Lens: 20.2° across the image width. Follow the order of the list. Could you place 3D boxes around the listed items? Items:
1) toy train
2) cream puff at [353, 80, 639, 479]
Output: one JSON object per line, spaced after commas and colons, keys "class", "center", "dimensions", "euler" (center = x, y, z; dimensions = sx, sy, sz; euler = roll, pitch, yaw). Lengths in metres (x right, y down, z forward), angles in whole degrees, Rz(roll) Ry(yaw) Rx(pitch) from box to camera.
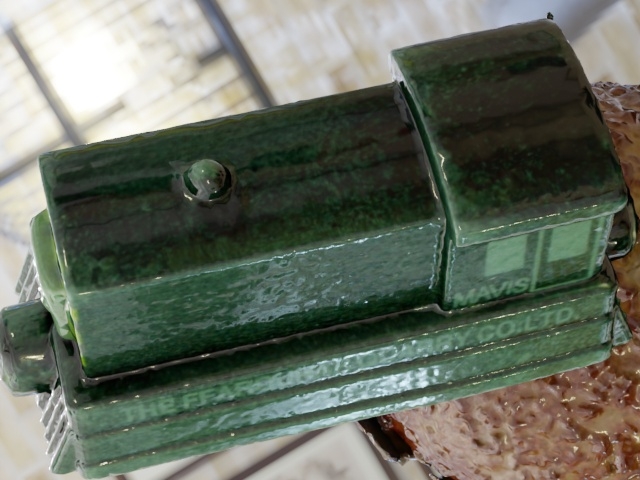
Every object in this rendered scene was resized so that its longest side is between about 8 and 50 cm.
{"class": "toy train", "center": [0.000, 0.000, 0.866], "dimensions": [0.178, 0.330, 0.138], "euler": [91, 164, -57]}
{"class": "cream puff", "center": [0.181, 0.022, 1.164], "dimensions": [0.350, 0.351, 0.228], "euler": [-121, 29, -45]}
